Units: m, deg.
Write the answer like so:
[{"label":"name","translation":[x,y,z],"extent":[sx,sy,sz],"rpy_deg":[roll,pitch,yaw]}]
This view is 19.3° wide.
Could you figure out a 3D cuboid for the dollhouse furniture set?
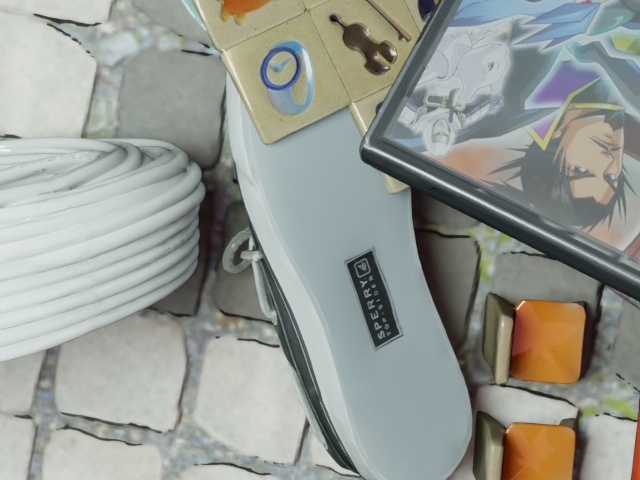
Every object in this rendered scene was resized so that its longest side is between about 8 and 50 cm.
[{"label":"dollhouse furniture set","translation":[0.223,0.157,1.107],"extent":[0.262,0.135,0.259],"rpy_deg":[5,97,1]}]

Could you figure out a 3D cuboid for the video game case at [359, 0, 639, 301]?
[{"label":"video game case","translation":[0.199,-0.092,1.029],"extent":[0.275,0.035,0.248],"rpy_deg":[27,79,9]}]

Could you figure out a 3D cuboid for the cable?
[{"label":"cable","translation":[-0.189,0.001,1.045],"extent":[0.257,0.257,0.089],"rpy_deg":[-12,102,-23]}]

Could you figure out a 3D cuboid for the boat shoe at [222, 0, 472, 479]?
[{"label":"boat shoe","translation":[0.004,-0.001,1.111],"extent":[0.113,0.105,0.306],"rpy_deg":[-28,105,-26]}]

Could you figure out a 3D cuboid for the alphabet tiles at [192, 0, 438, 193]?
[{"label":"alphabet tiles","translation":[0.036,-0.214,1.068],"extent":[0.285,0.011,0.342],"rpy_deg":[-28,96,-21]}]

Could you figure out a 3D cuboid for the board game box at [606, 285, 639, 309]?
[{"label":"board game box","translation":[0.296,0.028,1.046],"extent":[0.194,0.060,0.194],"rpy_deg":[-39,78,-9]}]

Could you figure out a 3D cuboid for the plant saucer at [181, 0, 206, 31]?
[{"label":"plant saucer","translation":[0.000,-0.195,1.121],"extent":[0.195,0.037,0.195],"rpy_deg":[0,97,3]}]
